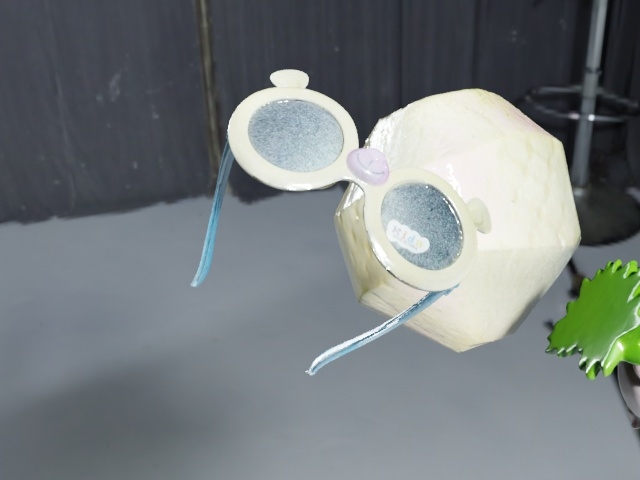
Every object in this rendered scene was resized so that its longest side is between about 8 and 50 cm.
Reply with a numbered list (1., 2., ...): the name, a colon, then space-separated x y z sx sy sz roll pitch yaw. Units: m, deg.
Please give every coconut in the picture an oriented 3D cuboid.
1. coconut: 0.136 -0.013 1.004 0.259 0.259 0.259 -2 32 1

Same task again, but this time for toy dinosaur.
1. toy dinosaur: 0.291 0.108 0.793 0.177 0.194 0.152 32 -8 -14

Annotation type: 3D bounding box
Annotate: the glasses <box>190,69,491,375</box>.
1. glasses: -0.013 0.017 0.708 0.190 0.220 0.088 36 38 2
